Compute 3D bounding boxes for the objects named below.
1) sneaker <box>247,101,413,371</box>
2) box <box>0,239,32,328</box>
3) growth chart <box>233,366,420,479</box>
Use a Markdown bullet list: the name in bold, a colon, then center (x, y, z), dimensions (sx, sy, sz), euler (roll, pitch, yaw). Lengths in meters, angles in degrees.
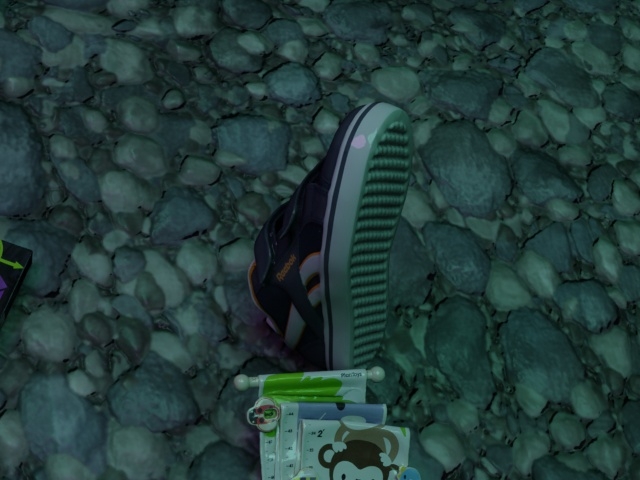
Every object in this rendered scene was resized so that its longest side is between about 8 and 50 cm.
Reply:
- **sneaker**: center (0.000, 0.000, 0.958), dimensions (0.127, 0.321, 0.126), euler (25, 45, 20)
- **box**: center (-0.373, 0.034, 0.983), dimensions (0.162, 0.029, 0.116), euler (18, 55, -6)
- **growth chart**: center (0.018, 0.231, 0.959), dimensions (0.171, 0.021, 0.237), euler (-7, 80, -18)
